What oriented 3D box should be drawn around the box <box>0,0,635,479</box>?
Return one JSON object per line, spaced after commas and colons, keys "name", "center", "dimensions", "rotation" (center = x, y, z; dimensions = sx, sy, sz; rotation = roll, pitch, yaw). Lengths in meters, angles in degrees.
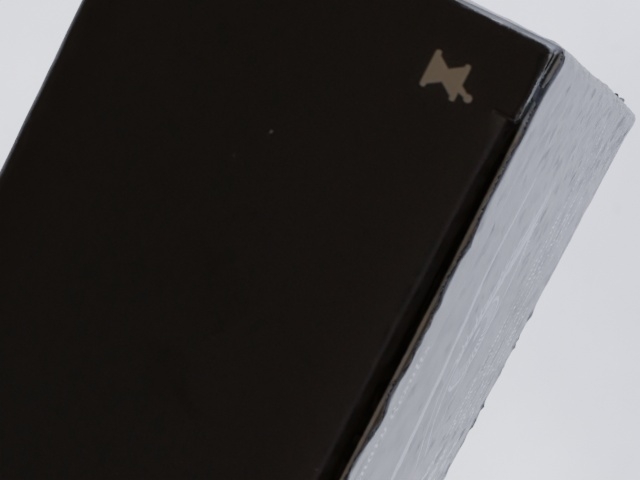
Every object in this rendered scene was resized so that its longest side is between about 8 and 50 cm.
{"name": "box", "center": [0.000, 0.000, 0.455], "dimensions": [0.108, 0.207, 0.153], "rotation": [29, -84, 14]}
